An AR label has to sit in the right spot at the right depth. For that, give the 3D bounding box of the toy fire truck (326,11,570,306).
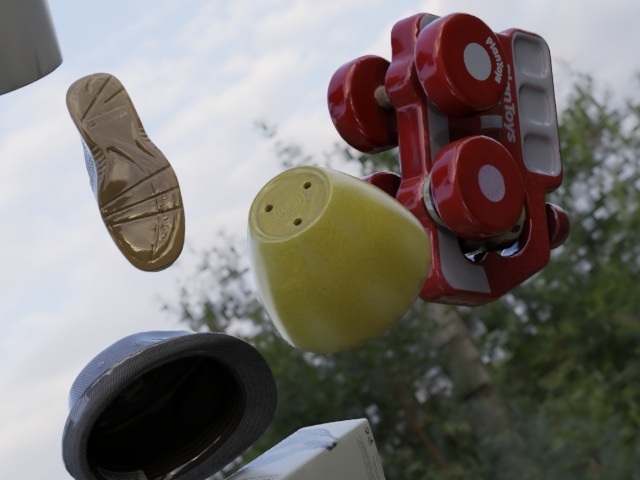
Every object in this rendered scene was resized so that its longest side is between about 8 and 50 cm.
[{"bbox_3d":[0.159,-0.083,1.649,0.254,0.302,0.169,6,-18,-40],"label":"toy fire truck"}]

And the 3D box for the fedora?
[{"bbox_3d":[-0.204,0.195,2.029,0.275,0.124,0.244,-34,-48,-5],"label":"fedora"}]

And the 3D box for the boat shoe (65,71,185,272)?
[{"bbox_3d":[-0.224,-0.070,1.940,0.098,0.277,0.096,-18,-28,-8],"label":"boat shoe"}]

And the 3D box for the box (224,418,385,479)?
[{"bbox_3d":[-0.032,0.312,2.037,0.113,0.094,0.275,-13,6,29],"label":"box"}]

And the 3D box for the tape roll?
[{"bbox_3d":[-0.403,-0.237,1.679,0.246,0.169,0.246,-11,19,4],"label":"tape roll"}]

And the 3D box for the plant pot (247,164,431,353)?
[{"bbox_3d":[0.000,0.000,1.182,0.134,0.134,0.095,-36,-48,2],"label":"plant pot"}]
